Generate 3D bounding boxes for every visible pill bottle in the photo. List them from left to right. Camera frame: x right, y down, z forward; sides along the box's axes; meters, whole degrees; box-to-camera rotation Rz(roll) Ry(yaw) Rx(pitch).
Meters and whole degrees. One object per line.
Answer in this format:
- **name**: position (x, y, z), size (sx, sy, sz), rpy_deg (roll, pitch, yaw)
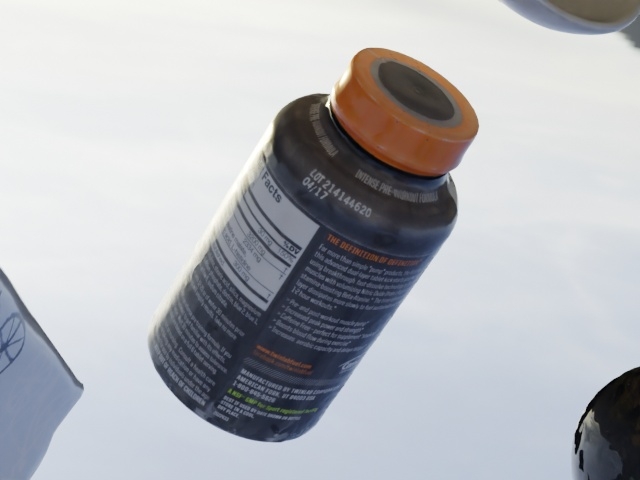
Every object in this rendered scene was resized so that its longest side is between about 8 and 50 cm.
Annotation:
- **pill bottle**: position (0.000, 0.000, 1.068), size (0.130, 0.246, 0.130), rpy_deg (24, -149, -16)

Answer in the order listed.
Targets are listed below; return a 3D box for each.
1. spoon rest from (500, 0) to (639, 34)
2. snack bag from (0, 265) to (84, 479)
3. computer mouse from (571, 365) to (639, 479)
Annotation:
- **spoon rest**: position (0.087, -0.226, 1.008), size (0.276, 0.084, 0.137), rpy_deg (40, -135, -4)
- **snack bag**: position (-0.197, 0.153, 0.596), size (0.037, 0.342, 0.323), rpy_deg (24, 162, 11)
- **computer mouse**: position (0.241, 0.157, 0.809), size (0.272, 0.188, 0.072), rpy_deg (32, -159, 2)
